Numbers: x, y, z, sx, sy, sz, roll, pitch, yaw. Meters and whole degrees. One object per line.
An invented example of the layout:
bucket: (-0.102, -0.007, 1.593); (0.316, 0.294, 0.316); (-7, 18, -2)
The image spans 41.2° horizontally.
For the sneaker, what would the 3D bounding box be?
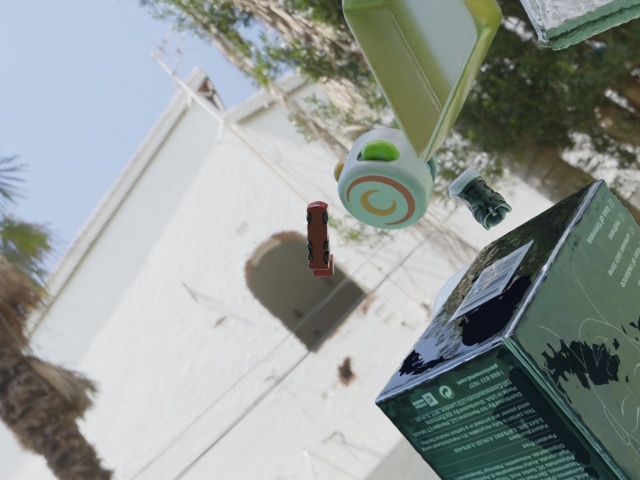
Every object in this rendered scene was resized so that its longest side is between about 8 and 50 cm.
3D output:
sneaker: (0.414, -0.101, 2.205); (0.101, 0.153, 0.268); (-43, -10, 10)

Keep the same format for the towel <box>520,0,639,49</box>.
towel: (0.430, -0.377, 1.217); (0.282, 0.187, 0.049); (-20, -48, 15)

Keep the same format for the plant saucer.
plant saucer: (0.149, -0.334, 1.253); (0.081, 0.333, 0.333); (-17, -22, -16)

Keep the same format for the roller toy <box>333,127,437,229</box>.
roller toy: (0.140, -0.130, 1.768); (0.209, 0.191, 0.146); (-42, 21, 48)

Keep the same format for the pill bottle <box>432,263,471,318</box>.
pill bottle: (0.447, 0.243, 1.934); (0.224, 0.224, 0.392); (-45, -63, -5)

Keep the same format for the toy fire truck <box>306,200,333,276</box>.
toy fire truck: (0.000, 0.000, 1.824); (0.135, 0.047, 0.192); (-76, -15, -71)

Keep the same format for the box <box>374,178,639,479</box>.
box: (0.420, 0.244, 1.361); (0.297, 0.472, 0.480); (-37, 5, 44)
